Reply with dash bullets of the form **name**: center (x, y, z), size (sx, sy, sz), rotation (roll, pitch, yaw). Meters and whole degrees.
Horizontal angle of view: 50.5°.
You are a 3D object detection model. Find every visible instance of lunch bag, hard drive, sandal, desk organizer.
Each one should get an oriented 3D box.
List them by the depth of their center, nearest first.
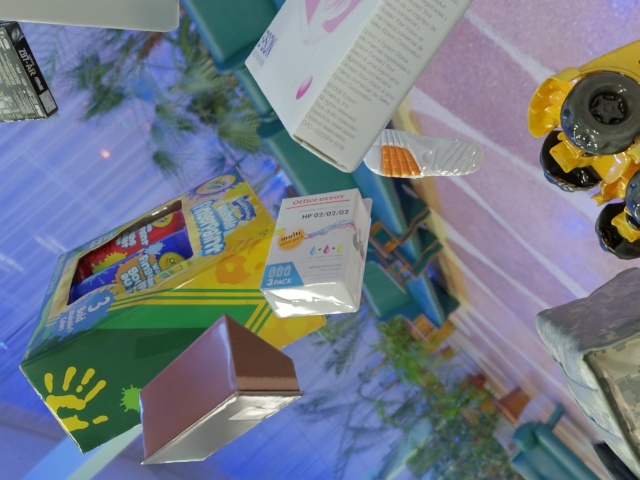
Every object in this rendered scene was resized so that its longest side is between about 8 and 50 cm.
- **desk organizer**: center (-0.069, 0.098, 0.432), size (0.047, 0.130, 0.050), rotation (9, -126, -37)
- **lunch bag**: center (0.377, 0.194, 0.737), size (0.287, 0.168, 0.235), rotation (61, -171, 0)
- **hard drive**: center (-0.301, -0.326, 0.868), size (0.353, 0.232, 0.047), rotation (-114, 27, -61)
- **sandal**: center (0.219, -0.175, 1.458), size (0.265, 0.102, 0.076), rotation (9, 179, 21)

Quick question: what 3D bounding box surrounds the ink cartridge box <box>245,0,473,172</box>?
- **ink cartridge box**: center (0.060, -0.251, 0.596), size (0.071, 0.330, 0.324), rotation (30, -167, -22)

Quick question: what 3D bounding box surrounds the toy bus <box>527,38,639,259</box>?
- **toy bus**: center (0.352, -0.102, 0.680), size (0.220, 0.211, 0.149), rotation (58, 177, 16)

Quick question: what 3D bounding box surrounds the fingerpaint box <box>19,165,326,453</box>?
- **fingerpaint box**: center (-0.234, 0.067, 1.072), size (0.163, 0.371, 0.445), rotation (65, 175, -22)

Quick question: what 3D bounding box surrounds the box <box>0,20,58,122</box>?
- **box**: center (-0.277, -0.146, 0.595), size (0.067, 0.018, 0.083), rotation (0, 125, 24)

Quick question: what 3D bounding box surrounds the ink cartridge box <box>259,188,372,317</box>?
- **ink cartridge box**: center (0.000, 0.000, 0.825), size (0.062, 0.104, 0.181), rotation (63, -152, -44)
